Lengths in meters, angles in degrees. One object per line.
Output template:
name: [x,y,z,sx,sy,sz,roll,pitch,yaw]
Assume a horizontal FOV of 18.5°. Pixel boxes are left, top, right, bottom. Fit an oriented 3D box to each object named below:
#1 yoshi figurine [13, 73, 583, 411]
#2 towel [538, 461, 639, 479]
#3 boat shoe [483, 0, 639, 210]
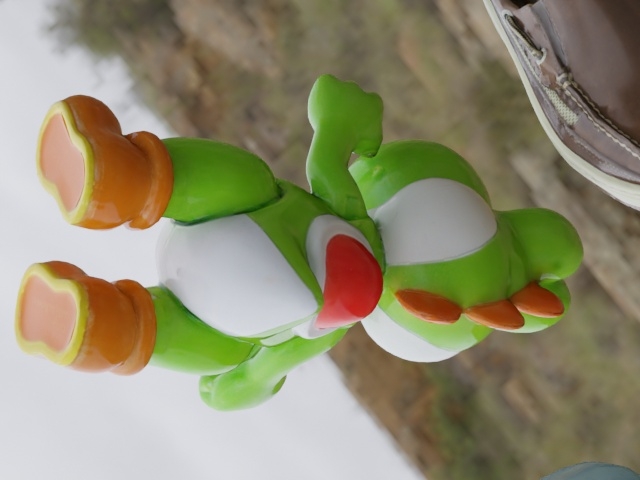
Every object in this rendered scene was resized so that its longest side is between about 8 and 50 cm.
yoshi figurine: [-0.013,0.000,1.254,0.362,0.203,0.203,4,-120,-28]
towel: [-0.016,0.281,0.698,0.090,0.320,0.374,35,137,36]
boat shoe: [0.140,-0.110,1.030,0.257,0.095,0.095,55,174,49]
